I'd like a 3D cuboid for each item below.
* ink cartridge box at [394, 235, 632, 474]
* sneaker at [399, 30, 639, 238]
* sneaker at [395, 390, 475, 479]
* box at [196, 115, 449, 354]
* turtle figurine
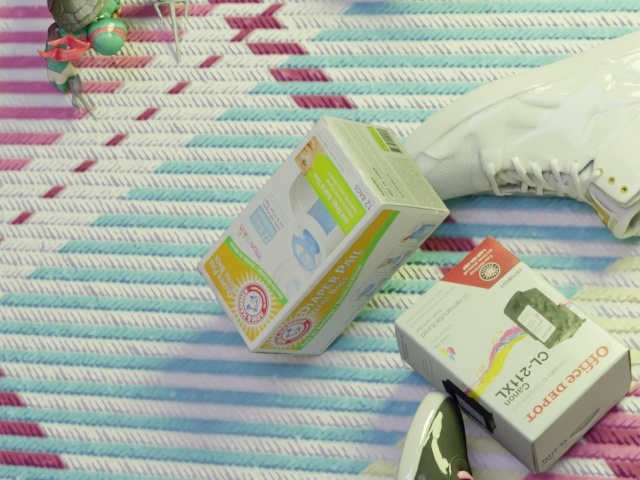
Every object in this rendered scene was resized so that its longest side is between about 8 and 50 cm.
[{"bbox_3d":[0.172,0.100,1.765,0.127,0.072,0.175,-41,61,-16],"label":"ink cartridge box"},{"bbox_3d":[0.218,-0.067,1.811,0.292,0.108,0.169,-24,60,7],"label":"sneaker"},{"bbox_3d":[0.142,0.269,1.692,0.147,0.104,0.296,-6,64,22],"label":"sneaker"},{"bbox_3d":[0.000,0.000,1.819,0.203,0.103,0.114,-48,59,26],"label":"box"},{"bbox_3d":[-0.228,-0.248,2.040,0.175,0.118,0.234,-27,57,7],"label":"turtle figurine"}]
